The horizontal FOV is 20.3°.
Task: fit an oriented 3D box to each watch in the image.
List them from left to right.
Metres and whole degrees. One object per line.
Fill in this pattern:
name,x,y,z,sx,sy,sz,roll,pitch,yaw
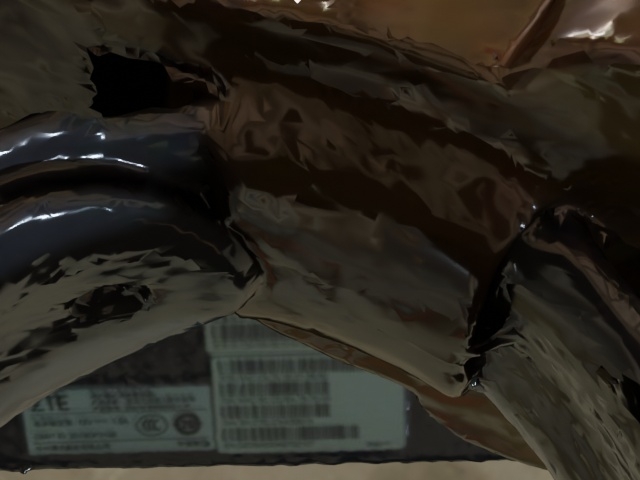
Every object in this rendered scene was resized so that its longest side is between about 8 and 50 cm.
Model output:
watch,-0.041,0.080,0.518,0.335,0.314,0.327,21,69,6

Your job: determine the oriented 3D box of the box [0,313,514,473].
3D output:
box,0.000,0.000,0.779,0.350,0.058,0.211,-2,120,1
